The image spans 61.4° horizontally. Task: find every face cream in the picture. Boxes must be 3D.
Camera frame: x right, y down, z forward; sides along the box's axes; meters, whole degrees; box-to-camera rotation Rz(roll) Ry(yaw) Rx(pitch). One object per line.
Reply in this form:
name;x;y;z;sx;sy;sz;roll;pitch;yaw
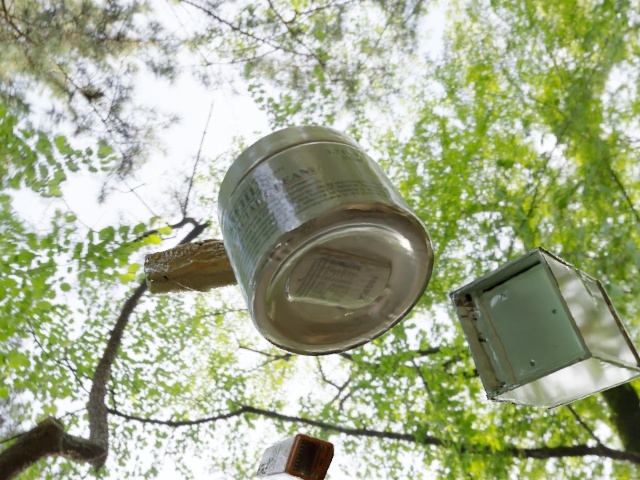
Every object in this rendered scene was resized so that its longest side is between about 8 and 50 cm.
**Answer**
face cream;0.000;0.000;0.516;0.177;0.153;0.177;-12;-51;-15

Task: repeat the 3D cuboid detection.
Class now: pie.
pie;-0.226;0.050;1.136;0.282;0.129;0.068;-10;-43;-2

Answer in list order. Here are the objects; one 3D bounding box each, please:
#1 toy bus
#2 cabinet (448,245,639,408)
toy bus;-0.062;0.493;1.182;0.092;0.409;0.093;23;-119;-4
cabinet;0.296;0.126;0.714;0.206;0.150;0.145;20;-134;-42
